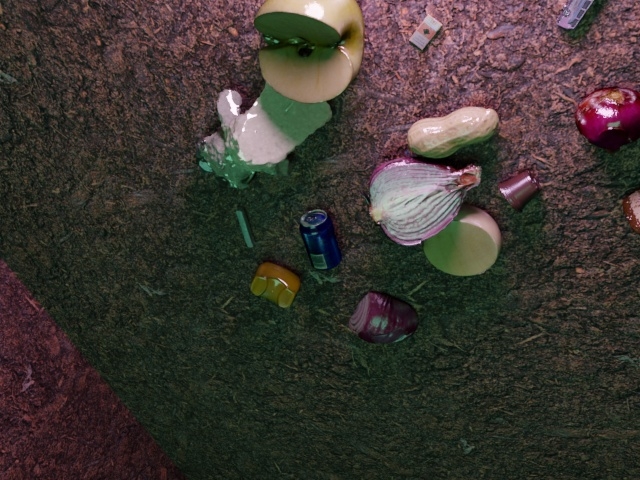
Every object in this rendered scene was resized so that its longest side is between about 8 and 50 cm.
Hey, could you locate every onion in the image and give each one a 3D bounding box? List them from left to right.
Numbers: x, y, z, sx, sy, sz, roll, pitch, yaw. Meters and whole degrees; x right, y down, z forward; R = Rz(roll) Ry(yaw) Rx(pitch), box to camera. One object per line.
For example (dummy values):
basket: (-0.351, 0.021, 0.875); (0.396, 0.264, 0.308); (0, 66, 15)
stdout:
onion: (0.236, 0.327, 2.268); (0.247, 0.111, 0.250); (24, 131, 1)
onion: (0.313, -0.146, 1.804); (0.349, 0.159, 0.267); (-18, 108, 13)
onion: (0.749, -0.284, 1.535); (0.173, 0.135, 0.198); (-5, 129, 27)

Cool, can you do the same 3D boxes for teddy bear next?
teddy bear: (-0.202, -0.331, 1.867); (0.327, 0.375, 0.362); (43, 172, -18)

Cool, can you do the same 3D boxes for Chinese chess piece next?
Chinese chess piece: (0.450, 0.000, 1.914); (0.251, 0.097, 0.250); (11, 132, 12)

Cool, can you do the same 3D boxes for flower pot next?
flower pot: (0.586, -0.149, 1.739); (0.089, 0.111, 0.111); (-37, 110, 28)

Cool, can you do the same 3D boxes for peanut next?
peanut: (0.370, -0.301, 1.677); (0.257, 0.123, 0.123); (-11, 125, 23)

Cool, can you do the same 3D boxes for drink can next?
drink can: (0.000, 0.000, 2.065); (0.118, 0.118, 0.205); (0, 129, 20)

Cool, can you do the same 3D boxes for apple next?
apple: (-0.020, -0.523, 1.546); (0.258, 0.233, 0.295); (13, 139, 30)

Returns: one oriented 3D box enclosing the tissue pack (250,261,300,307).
tissue pack: (-0.166, 0.161, 2.263); (0.178, 0.127, 0.123); (25, 126, -3)

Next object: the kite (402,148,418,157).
kite: (0.266, -0.274, 1.809); (0.044, 0.002, 0.078); (-10, 126, 27)

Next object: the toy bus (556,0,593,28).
toy bus: (0.613, -0.563, 1.412); (0.052, 0.037, 0.130); (22, 132, -6)

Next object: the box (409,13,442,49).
box: (0.275, -0.544, 1.567); (0.046, 0.012, 0.083); (34, 133, -9)

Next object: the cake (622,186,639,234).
cake: (0.969, -0.042, 1.663); (0.246, 0.135, 0.112); (34, 131, -10)

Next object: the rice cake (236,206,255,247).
rice cake: (-0.272, -0.047, 2.180); (0.029, 0.033, 0.170); (-2, 128, 17)
